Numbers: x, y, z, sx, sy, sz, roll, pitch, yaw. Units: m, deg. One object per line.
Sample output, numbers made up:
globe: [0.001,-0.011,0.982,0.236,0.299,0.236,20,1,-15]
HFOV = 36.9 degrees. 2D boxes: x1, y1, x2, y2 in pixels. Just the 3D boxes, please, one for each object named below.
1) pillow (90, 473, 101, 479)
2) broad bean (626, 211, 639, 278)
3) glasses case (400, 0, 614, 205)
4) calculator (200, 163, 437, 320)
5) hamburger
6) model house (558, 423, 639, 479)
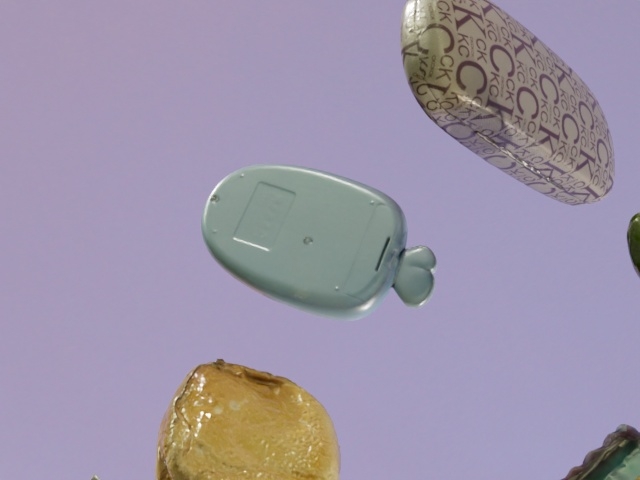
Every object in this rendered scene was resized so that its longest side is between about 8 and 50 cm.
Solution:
pillow: [-0.243,0.425,1.268,0.078,0.254,0.144,-19,-133,19]
broad bean: [0.326,0.073,0.820,0.053,0.052,0.256,-2,-50,48]
glasses case: [0.201,-0.139,0.975,0.085,0.355,0.137,-16,-117,39]
calculator: [0.000,0.000,1.185,0.303,0.042,0.188,18,-118,9]
hamburger: [-0.079,0.235,1.064,0.214,0.214,0.108,45,-48,15]
model house: [0.190,0.272,0.607,0.249,0.280,0.230,-14,-134,-4]
